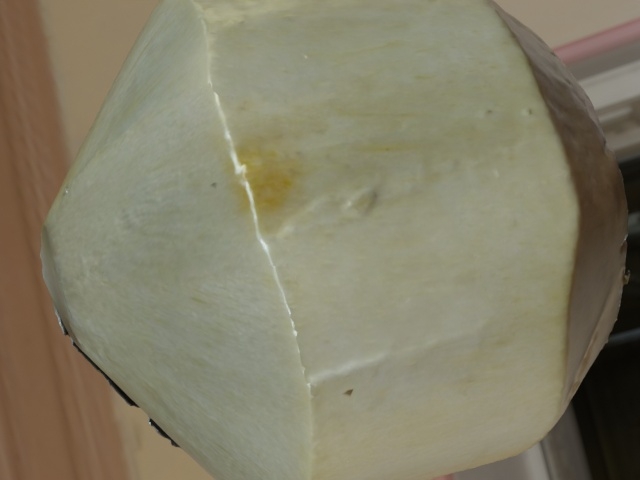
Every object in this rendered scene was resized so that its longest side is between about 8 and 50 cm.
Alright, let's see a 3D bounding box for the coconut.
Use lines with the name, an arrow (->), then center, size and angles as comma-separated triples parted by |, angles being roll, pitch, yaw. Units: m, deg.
coconut -> 0.000, 0.000, 0.805 | 0.323, 0.323, 0.323 | 46, -146, -45
